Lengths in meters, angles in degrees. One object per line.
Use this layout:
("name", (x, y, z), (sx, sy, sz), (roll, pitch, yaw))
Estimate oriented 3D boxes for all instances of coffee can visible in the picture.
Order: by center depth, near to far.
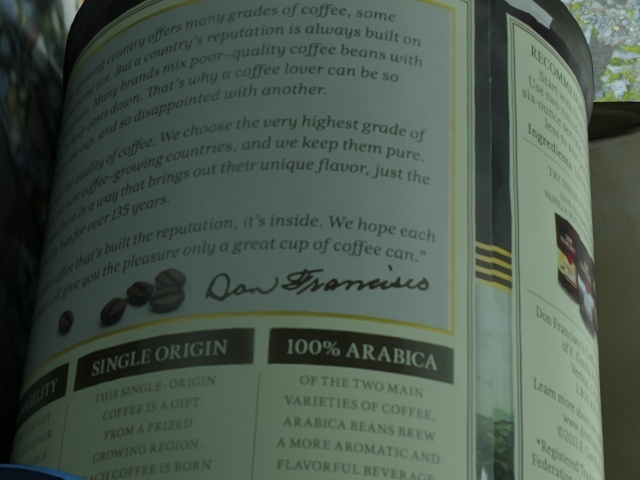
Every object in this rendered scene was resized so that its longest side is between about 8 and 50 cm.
("coffee can", (-0.004, 0.059, 0.511), (0.201, 0.201, 0.275), (66, 24, -58))

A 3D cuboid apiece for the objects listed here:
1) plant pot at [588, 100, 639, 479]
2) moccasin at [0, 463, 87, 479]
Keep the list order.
("plant pot", (0.162, 0.060, 1.014), (0.323, 0.323, 0.280), (-54, 137, -72))
("moccasin", (-0.071, 0.220, 0.307), (0.117, 0.138, 0.342), (14, 71, -73))
